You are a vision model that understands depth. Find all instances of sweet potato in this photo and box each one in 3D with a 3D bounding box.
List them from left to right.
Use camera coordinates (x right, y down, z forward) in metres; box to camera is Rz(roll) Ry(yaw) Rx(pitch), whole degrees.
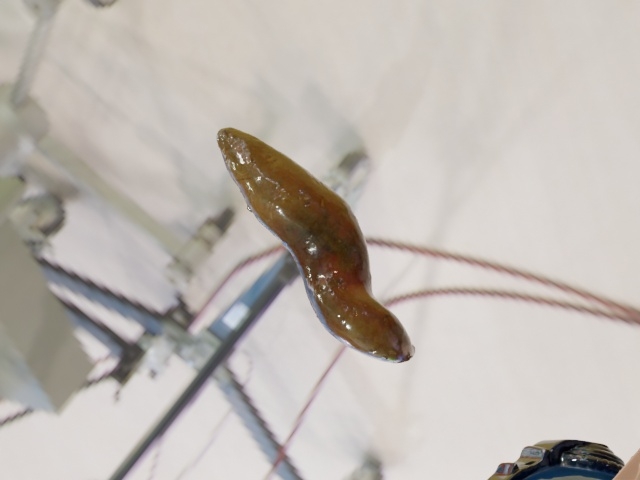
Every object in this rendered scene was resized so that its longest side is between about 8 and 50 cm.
[{"bbox_3d":[-0.001,0.000,1.054,0.058,0.055,0.202,-37,85,24],"label":"sweet potato"}]

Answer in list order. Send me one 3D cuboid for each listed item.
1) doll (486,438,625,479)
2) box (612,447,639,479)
[{"bbox_3d":[0.263,0.334,1.470,0.310,0.284,0.240,12,164,-26],"label":"doll"},{"bbox_3d":[0.250,0.238,1.224,0.043,0.089,0.125,18,128,32],"label":"box"}]
